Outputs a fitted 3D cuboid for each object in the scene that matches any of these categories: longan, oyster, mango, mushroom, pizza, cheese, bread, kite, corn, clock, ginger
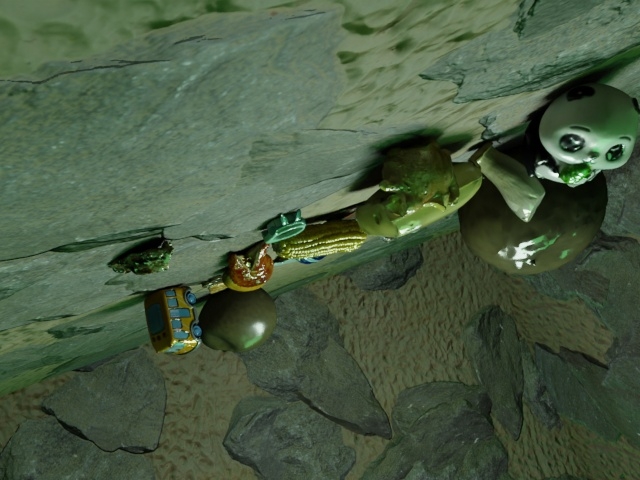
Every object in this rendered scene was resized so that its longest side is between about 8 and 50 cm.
[{"bbox_3d":[0.623,-0.088,1.738,0.404,0.403,0.436,-19,173,-19],"label":"longan"},{"bbox_3d":[-0.358,0.042,1.195,0.177,0.056,0.105,-21,166,29],"label":"oyster"},{"bbox_3d":[-0.248,0.121,1.879,0.165,0.089,0.115,-12,168,-34],"label":"mango"},{"bbox_3d":[0.495,-0.156,1.500,0.096,0.247,0.108,-52,-169,-17],"label":"mushroom"},{"bbox_3d":[-0.343,0.317,2.348,0.350,0.288,0.288,-13,176,26],"label":"longan"},{"bbox_3d":[-0.366,0.156,2.036,0.100,0.029,0.099,-26,164,11],"label":"pizza"},{"bbox_3d":[0.250,-0.105,1.388,0.316,0.128,0.260,-30,-166,-18],"label":"cheese"},{"bbox_3d":[-0.202,0.079,1.705,0.140,0.095,0.269,-28,169,-11],"label":"bread"},{"bbox_3d":[0.107,-0.088,1.702,0.234,0.016,0.321,-27,171,26],"label":"kite"},{"bbox_3d":[0.003,-0.002,1.600,0.313,0.101,0.102,-11,167,-40],"label":"corn"},{"bbox_3d":[-0.085,-0.036,1.425,0.101,0.041,0.135,-18,170,-24],"label":"clock"},{"bbox_3d":[0.198,-0.128,1.191,0.216,0.157,0.102,-13,-168,-32],"label":"ginger"}]

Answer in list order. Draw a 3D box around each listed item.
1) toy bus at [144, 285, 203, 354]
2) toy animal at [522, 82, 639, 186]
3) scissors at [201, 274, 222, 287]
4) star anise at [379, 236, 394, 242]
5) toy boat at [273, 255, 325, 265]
[{"bbox_3d":[-0.454,0.244,1.756,0.126,0.209,0.136,-25,161,28],"label":"toy bus"},{"bbox_3d":[0.588,-0.230,1.316,0.213,0.212,0.267,-21,176,-3],"label":"toy animal"},{"bbox_3d":[-0.312,0.127,2.003,0.088,0.017,0.220,-32,168,36],"label":"scissors"},{"bbox_3d":[0.322,-0.040,2.413,0.172,0.063,0.208,-24,172,8],"label":"star anise"},{"bbox_3d":[-0.112,0.080,2.078,0.291,0.066,0.220,-22,173,22],"label":"toy boat"}]
